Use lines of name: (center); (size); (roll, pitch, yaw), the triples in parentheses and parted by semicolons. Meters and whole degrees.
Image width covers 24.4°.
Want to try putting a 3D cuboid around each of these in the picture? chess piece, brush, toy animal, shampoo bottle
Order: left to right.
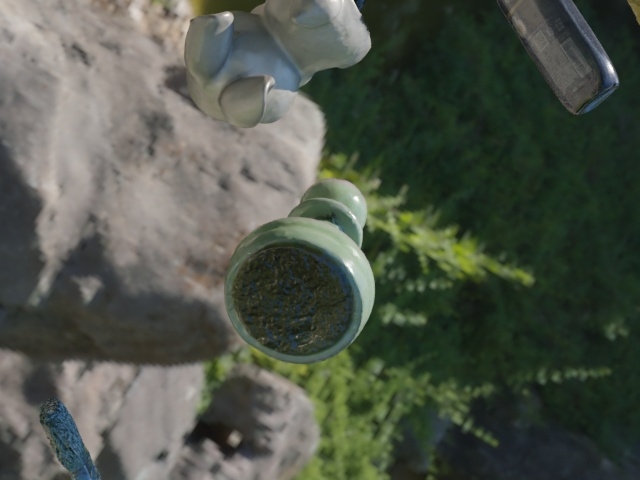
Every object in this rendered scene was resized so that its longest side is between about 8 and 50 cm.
brush: (-0.162, 0.210, 1.118); (0.021, 0.196, 0.070); (-25, -169, -6)
toy animal: (-0.046, -0.201, 1.519); (0.193, 0.127, 0.178); (-33, -178, -12)
chess piece: (0.000, 0.000, 1.452); (0.272, 0.139, 0.139); (-66, 178, -62)
shampoo bottle: (0.267, -0.262, 1.759); (0.049, 0.234, 0.087); (-21, 165, -37)

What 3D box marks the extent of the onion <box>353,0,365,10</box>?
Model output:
onion: (0.009, -0.360, 2.001); (0.119, 0.118, 0.117); (-52, 169, -22)

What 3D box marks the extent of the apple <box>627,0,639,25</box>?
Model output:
apple: (0.399, -0.224, 1.115); (0.309, 0.314, 0.252); (-26, 162, 29)
